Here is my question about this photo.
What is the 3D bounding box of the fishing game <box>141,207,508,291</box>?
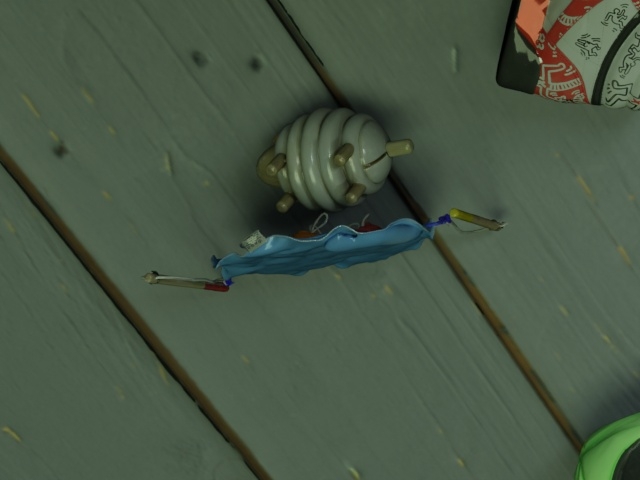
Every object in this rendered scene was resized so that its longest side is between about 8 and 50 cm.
[{"bbox_3d":[0.000,0.000,1.258,0.264,0.189,0.041,-13,81,23],"label":"fishing game"}]

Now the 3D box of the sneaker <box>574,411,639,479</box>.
[{"bbox_3d":[0.435,0.301,1.349,0.483,0.185,0.202,36,128,-15],"label":"sneaker"}]

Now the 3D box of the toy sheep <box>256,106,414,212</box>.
[{"bbox_3d":[0.010,-0.062,1.240,0.132,0.091,0.091,-2,125,24],"label":"toy sheep"}]

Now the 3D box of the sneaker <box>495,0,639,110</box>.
[{"bbox_3d":[0.220,-0.206,1.096,0.145,0.090,0.270,13,130,1],"label":"sneaker"}]
